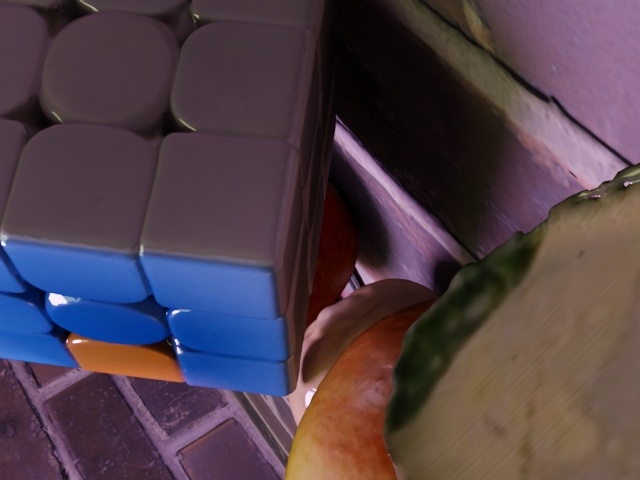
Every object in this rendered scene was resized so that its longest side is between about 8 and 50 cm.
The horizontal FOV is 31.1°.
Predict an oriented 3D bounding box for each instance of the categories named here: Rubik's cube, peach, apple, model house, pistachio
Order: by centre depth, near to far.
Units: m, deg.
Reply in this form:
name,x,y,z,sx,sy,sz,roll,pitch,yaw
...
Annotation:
name,x,y,z,sx,sy,sz,roll,pitch,yaw
model house,0.219,0.148,0.546,0.266,0.261,0.321,38,-161,-34
apple,0.108,0.186,0.842,0.233,0.286,0.286,20,144,36
Rubik's cube,-0.146,-0.062,0.936,0.291,0.290,0.291,85,-168,-66
pistachio,0.075,0.155,1.095,0.187,0.187,0.299,49,171,38
peach,-0.077,0.015,1.230,0.199,0.243,0.243,47,170,-13

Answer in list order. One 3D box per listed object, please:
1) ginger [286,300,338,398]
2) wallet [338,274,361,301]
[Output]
name,x,y,z,sx,sy,sz,roll,pitch,yaw
ginger,-0.058,0.043,1.455,0.354,0.126,0.190,66,-159,0
wallet,0.000,0.000,1.384,0.196,0.020,0.103,60,168,-8
